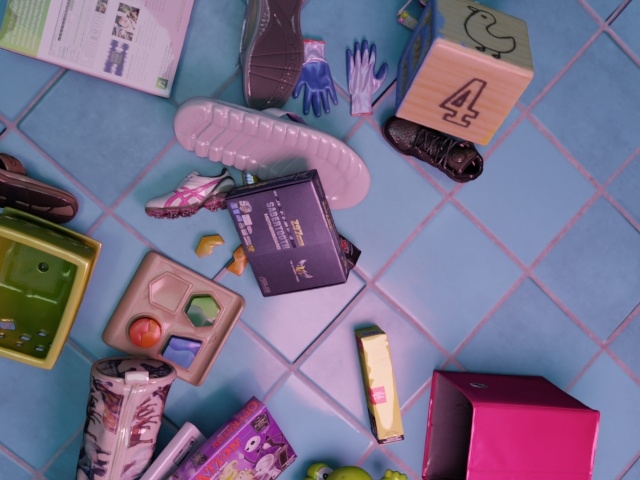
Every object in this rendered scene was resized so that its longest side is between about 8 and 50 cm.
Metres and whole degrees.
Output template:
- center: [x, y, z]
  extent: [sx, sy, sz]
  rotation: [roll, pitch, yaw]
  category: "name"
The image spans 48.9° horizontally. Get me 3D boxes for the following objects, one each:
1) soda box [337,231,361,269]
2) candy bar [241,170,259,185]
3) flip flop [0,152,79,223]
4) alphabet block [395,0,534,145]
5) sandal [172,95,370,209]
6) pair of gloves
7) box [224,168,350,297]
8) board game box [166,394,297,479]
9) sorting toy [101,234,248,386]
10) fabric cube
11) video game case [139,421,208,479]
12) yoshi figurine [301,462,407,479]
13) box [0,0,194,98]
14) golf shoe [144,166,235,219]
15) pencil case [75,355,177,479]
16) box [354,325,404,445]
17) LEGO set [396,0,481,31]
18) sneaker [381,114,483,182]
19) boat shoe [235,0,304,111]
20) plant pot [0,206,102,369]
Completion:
- center: [0.000, 0.000, 1.444]
  extent: [0.169, 0.053, 0.060]
  rotation: [39, 130, -10]
  category: "soda box"
- center: [-0.139, -0.082, 1.446]
  extent: [0.040, 0.018, 0.161]
  rotation: [-7, 97, -8]
  category: "candy bar"
- center: [-0.596, -0.119, 1.345]
  extent: [0.277, 0.080, 0.112]
  rotation: [22, 136, -21]
  category: "flip flop"
- center: [0.272, -0.332, 1.363]
  extent: [0.197, 0.193, 0.192]
  rotation: [16, 49, -10]
  category: "alphabet block"
- center: [-0.081, -0.193, 1.395]
  extent: [0.416, 0.102, 0.169]
  rotation: [23, 130, -20]
  category: "sandal"
- center: [0.042, -0.334, 1.447]
  extent: [0.198, 0.023, 0.159]
  rotation: [-1, 95, -7]
  category: "pair of gloves"
- center: [-0.061, -0.010, 1.381]
  extent: [0.183, 0.059, 0.232]
  rotation: [-11, 115, 17]
  category: "box"
- center: [-0.209, 0.487, 1.370]
  extent: [0.347, 0.056, 0.208]
  rotation: [-42, 131, -20]
  category: "board game box"
- center: [-0.275, 0.121, 1.433]
  extent: [0.229, 0.041, 0.307]
  rotation: [29, 91, -10]
  category: "sorting toy"
- center: [0.378, 0.424, 1.446]
  extent: [0.258, 0.254, 0.259]
  rotation: [5, 94, -8]
  category: "fabric cube"
- center: [-0.283, 0.496, 1.377]
  extent: [0.227, 0.026, 0.206]
  rotation: [-51, 139, -25]
  category: "video game case"
- center: [0.126, 0.575, 1.427]
  extent: [0.362, 0.203, 0.203]
  rotation: [33, 114, -1]
  category: "yoshi figurine"
- center: [-0.415, -0.426, 1.333]
  extent: [0.322, 0.058, 0.232]
  rotation: [15, 93, -20]
  category: "box"
- center: [-0.261, -0.093, 1.409]
  extent: [0.186, 0.067, 0.086]
  rotation: [-13, 81, -14]
  category: "golf shoe"
- center: [-0.392, 0.416, 1.356]
  extent: [0.160, 0.183, 0.410]
  rotation: [10, 98, -25]
  category: "pencil case"
- center: [0.123, 0.303, 1.484]
  extent: [0.058, 0.087, 0.232]
  rotation: [-10, 97, -7]
  category: "box"
- center: [0.190, -0.520, 1.432]
  extent: [0.287, 0.107, 0.132]
  rotation: [46, 53, -5]
  category: "LEGO set"
- center: [0.237, -0.192, 1.435]
  extent: [0.227, 0.130, 0.087]
  rotation: [31, 88, -7]
  category: "sneaker"
- center: [-0.102, -0.410, 1.391]
  extent: [0.118, 0.103, 0.320]
  rotation: [-1, 101, -27]
  category: "boat shoe"
- center: [-0.540, 0.070, 1.296]
  extent: [0.228, 0.207, 0.227]
  rotation: [22, 101, -9]
  category: "plant pot"
